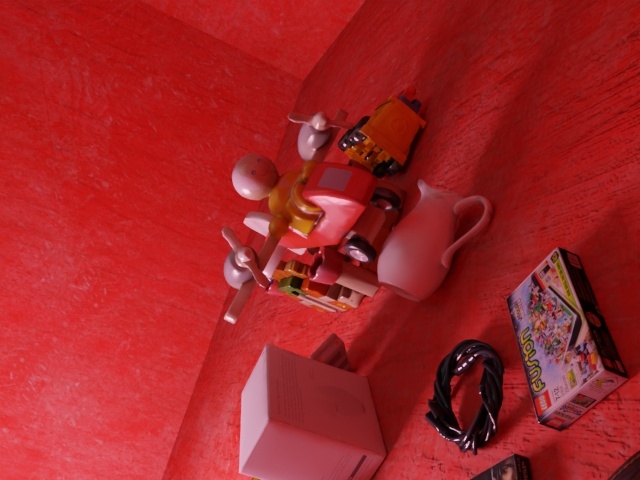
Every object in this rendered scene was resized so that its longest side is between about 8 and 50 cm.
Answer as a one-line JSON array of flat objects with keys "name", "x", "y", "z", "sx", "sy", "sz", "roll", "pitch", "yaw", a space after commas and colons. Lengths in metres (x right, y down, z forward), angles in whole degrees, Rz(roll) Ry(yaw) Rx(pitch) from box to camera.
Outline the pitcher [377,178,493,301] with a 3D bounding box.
[{"name": "pitcher", "x": 0.201, "y": 0.004, "z": 1.166, "sx": 0.177, "sy": 0.125, "sz": 0.207, "roll": 14, "pitch": 74, "yaw": 55}]

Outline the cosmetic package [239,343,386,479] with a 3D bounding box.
[{"name": "cosmetic package", "x": -0.024, "y": 0.336, "z": 1.221, "sx": 0.138, "sy": 0.224, "sz": 0.224, "roll": -61, "pitch": 16, "yaw": 20}]

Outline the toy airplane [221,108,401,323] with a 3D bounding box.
[{"name": "toy airplane", "x": -0.064, "y": -0.068, "z": 1.284, "sx": 0.384, "sy": 0.272, "sz": 0.386, "roll": -45, "pitch": 25, "yaw": 20}]

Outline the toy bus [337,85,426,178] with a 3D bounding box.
[{"name": "toy bus", "x": 0.166, "y": -0.281, "z": 1.647, "sx": 0.211, "sy": 0.149, "sz": 0.220, "roll": -56, "pitch": 11, "yaw": -10}]

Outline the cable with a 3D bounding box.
[{"name": "cable", "x": 0.215, "y": 0.220, "z": 0.939, "sx": 0.151, "sy": 0.047, "sz": 0.184, "roll": -62, "pitch": 13, "yaw": -1}]

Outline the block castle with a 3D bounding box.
[{"name": "block castle", "x": 0.000, "y": 0.000, "z": 1.642, "sx": 0.453, "sy": 0.212, "sz": 0.303, "roll": -23, "pitch": 46, "yaw": 68}]

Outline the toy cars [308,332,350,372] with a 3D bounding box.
[{"name": "toy cars", "x": -0.025, "y": 0.367, "z": 1.427, "sx": 0.394, "sy": 0.087, "sz": 0.176, "roll": -60, "pitch": -21, "yaw": 19}]

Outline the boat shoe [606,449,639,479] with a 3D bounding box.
[{"name": "boat shoe", "x": 0.220, "y": 0.317, "z": 0.606, "sx": 0.355, "sy": 0.132, "sz": 0.130, "roll": -61, "pitch": 16, "yaw": 16}]

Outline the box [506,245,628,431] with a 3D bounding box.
[{"name": "box", "x": 0.295, "y": 0.116, "z": 0.813, "sx": 0.114, "sy": 0.036, "sz": 0.207, "roll": -57, "pitch": 19, "yaw": 35}]

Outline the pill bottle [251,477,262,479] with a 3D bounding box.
[{"name": "pill bottle", "x": -0.092, "y": 0.512, "z": 1.298, "sx": 0.118, "sy": 0.117, "sz": 0.208, "roll": -58, "pitch": -1, "yaw": 30}]

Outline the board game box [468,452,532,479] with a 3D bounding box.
[{"name": "board game box", "x": 0.197, "y": 0.359, "z": 0.817, "sx": 0.186, "sy": 0.026, "sz": 0.126, "roll": -53, "pitch": 21, "yaw": 42}]
